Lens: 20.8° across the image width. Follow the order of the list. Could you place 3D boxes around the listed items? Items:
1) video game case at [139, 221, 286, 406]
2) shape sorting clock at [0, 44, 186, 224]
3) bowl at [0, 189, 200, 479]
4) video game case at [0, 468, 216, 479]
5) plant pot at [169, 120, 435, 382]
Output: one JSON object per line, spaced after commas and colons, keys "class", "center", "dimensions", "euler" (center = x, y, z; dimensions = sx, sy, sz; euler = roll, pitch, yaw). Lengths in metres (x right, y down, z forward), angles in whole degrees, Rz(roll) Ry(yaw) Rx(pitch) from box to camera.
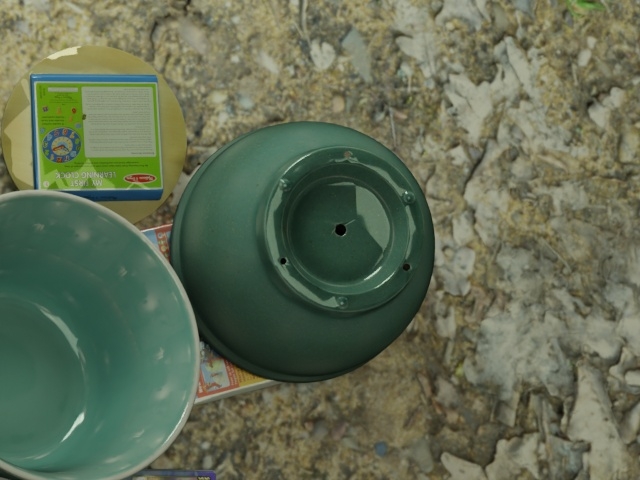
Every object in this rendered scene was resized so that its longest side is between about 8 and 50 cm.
{"class": "video game case", "center": [-0.106, 0.070, 1.940], "dimensions": [0.285, 0.025, 0.204], "euler": [-13, 86, -17]}
{"class": "shape sorting clock", "center": [-0.248, -0.112, 1.918], "dimensions": [0.206, 0.040, 0.206], "euler": [3, 81, -19]}
{"class": "bowl", "center": [-0.296, 0.121, 1.779], "dimensions": [0.311, 0.163, 0.311], "euler": [16, 61, -30]}
{"class": "video game case", "center": [-0.237, 0.374, 1.840], "dimensions": [0.244, 0.061, 0.269], "euler": [3, 81, -14]}
{"class": "plant pot", "center": [0.000, 0.000, 1.865], "dimensions": [0.293, 0.196, 0.293], "euler": [2, 81, -15]}
